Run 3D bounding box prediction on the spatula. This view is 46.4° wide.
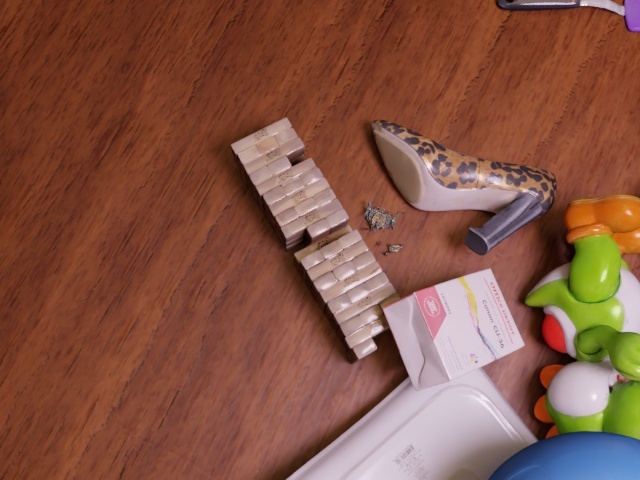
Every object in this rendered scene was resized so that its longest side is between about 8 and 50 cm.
[{"bbox_3d":[0.427,-0.372,1.174,0.296,0.030,0.084,3,74,-1],"label":"spatula"}]

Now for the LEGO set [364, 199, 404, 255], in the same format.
[{"bbox_3d":[0.088,-0.019,1.076,0.054,0.023,0.083,-8,89,-2],"label":"LEGO set"}]

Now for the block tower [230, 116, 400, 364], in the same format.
[{"bbox_3d":[0.000,0.000,1.028,0.097,0.091,0.335,-28,79,-8],"label":"block tower"}]

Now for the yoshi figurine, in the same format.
[{"bbox_3d":[0.395,0.133,0.952,0.203,0.203,0.362,11,75,-10],"label":"yoshi figurine"}]

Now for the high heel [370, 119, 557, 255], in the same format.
[{"bbox_3d":[0.209,-0.111,1.085,0.186,0.093,0.261,-32,69,-28],"label":"high heel"}]

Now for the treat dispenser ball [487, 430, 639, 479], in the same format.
[{"bbox_3d":[0.289,0.345,0.770,0.288,0.288,0.288,1,75,-2],"label":"treat dispenser ball"}]

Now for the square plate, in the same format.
[{"bbox_3d":[0.167,0.348,0.925,0.347,0.049,0.344,-35,81,-24],"label":"square plate"}]

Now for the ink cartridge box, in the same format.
[{"bbox_3d":[0.186,0.107,0.968,0.198,0.067,0.115,-13,78,-42],"label":"ink cartridge box"}]
